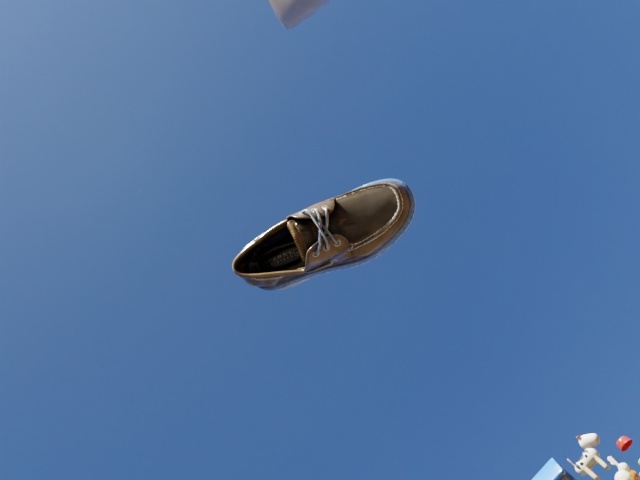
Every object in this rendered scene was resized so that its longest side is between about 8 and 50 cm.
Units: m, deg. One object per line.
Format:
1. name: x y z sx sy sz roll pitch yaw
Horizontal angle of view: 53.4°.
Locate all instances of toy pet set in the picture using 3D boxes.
1. toy pet set: 0.288 0.249 0.687 0.114 0.065 0.122 -49 -50 2

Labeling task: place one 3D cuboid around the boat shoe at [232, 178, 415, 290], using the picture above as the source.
1. boat shoe: 0.000 0.000 0.579 0.183 0.066 0.066 -30 -106 23

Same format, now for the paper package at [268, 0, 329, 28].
1. paper package: 0.082 -0.284 0.322 0.325 0.309 0.168 -38 -76 -2
